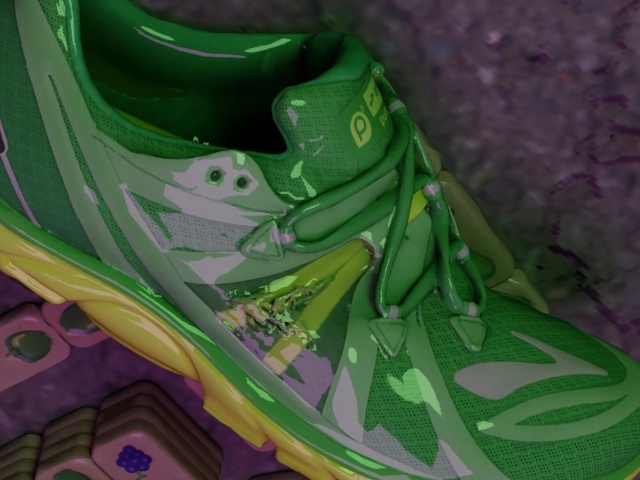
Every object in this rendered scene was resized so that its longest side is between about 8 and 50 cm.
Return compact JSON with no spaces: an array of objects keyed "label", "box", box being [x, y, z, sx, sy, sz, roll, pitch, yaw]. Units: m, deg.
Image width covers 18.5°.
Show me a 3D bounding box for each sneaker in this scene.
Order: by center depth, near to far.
[{"label":"sneaker","box":[0.000,0.000,0.679,0.295,0.109,0.123,30,120,-10]}]

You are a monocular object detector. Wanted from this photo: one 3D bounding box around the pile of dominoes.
[{"label":"pile of dominoes","box":[-0.020,0.077,0.806,0.251,0.040,0.196,-26,125,22]}]
